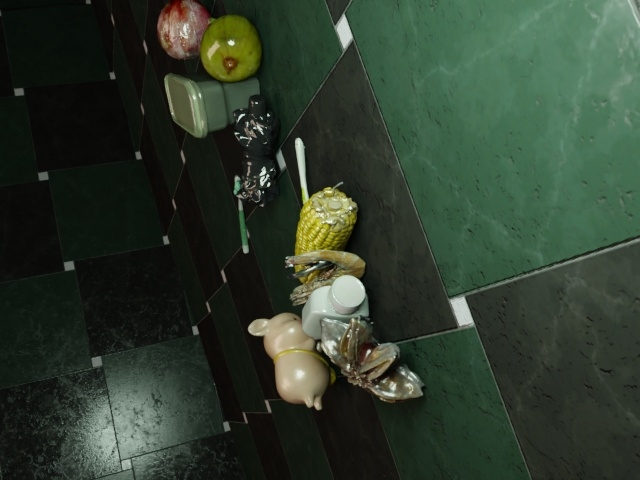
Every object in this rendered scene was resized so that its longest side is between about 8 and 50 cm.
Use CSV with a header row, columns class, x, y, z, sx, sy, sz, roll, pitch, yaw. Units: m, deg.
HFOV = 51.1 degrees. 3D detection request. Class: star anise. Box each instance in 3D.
class,x,y,z,sx,sy,sz,roll,pitch,yaw
star anise,0.085,0.219,1.244,0.229,0.093,0.236,42,162,8

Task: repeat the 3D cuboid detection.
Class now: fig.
class,x,y,z,sx,sy,sz,roll,pitch,yaw
fig,-0.195,-0.432,1.496,0.186,0.147,0.142,-68,-39,-57

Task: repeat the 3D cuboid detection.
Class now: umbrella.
class,x,y,z,sx,sy,sz,roll,pitch,yaw
umbrella,-0.148,-0.208,1.548,0.122,0.110,0.273,-116,21,-47

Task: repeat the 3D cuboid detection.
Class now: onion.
class,x,y,z,sx,sy,sz,roll,pitch,yaw
onion,-0.354,-0.571,1.746,0.159,0.159,0.195,36,139,58

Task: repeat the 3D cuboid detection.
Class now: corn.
class,x,y,z,sx,sy,sz,roll,pitch,yaw
corn,0.000,0.000,1.332,0.305,0.106,0.106,109,140,-61

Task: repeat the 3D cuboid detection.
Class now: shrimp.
class,x,y,z,sx,sy,sz,roll,pitch,yaw
shrimp,-0.017,0.074,1.307,0.219,0.152,0.046,-34,51,42

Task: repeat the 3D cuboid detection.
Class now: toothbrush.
class,x,y,z,sx,sy,sz,roll,pitch,yaw
toothbrush,-0.234,-0.074,1.990,0.024,0.018,0.257,-132,33,-55
toothbrush,-0.025,-0.091,1.445,0.022,0.026,0.263,-159,59,-64

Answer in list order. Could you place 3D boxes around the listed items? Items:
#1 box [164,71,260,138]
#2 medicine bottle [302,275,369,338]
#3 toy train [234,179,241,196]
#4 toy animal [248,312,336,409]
class,x,y,z,sx,sy,sz,roll,pitch,yaw
box,-0.260,-0.349,1.631,0.274,0.178,0.138,37,139,57
medicine bottle,0.033,0.135,1.316,0.183,0.119,0.069,115,159,-61
toy train,-0.216,-0.136,1.890,0.092,0.029,0.045,40,125,50
toy animal,-0.051,0.286,1.591,0.248,0.149,0.165,60,180,35
